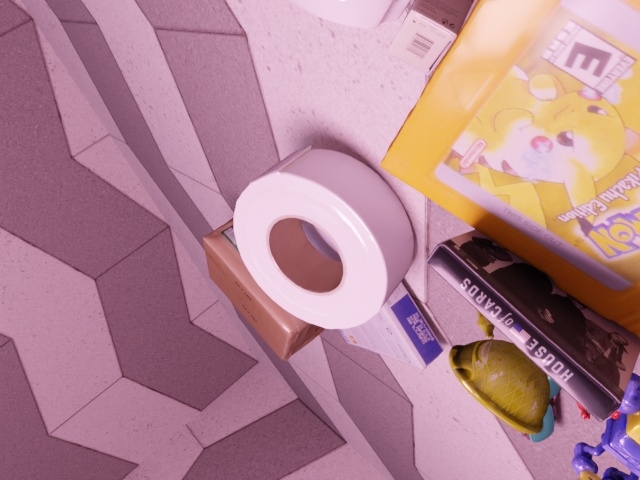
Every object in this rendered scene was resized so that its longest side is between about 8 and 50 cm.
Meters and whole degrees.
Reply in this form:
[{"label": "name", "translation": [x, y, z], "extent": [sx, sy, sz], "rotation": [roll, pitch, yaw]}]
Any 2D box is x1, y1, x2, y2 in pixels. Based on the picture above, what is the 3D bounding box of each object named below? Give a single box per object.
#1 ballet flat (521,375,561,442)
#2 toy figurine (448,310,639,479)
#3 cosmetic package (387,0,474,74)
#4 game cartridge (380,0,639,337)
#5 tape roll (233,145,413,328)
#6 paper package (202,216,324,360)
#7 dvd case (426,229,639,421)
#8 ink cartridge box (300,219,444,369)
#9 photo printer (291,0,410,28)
[{"label": "ballet flat", "translation": [0.310, 0.219, 0.861], "extent": [0.221, 0.077, 0.079], "rotation": [72, 172, -46]}, {"label": "toy figurine", "translation": [0.346, 0.162, 0.612], "extent": [0.362, 0.191, 0.217], "rotation": [41, 129, 3]}, {"label": "cosmetic package", "translation": [0.102, -0.199, 0.472], "extent": [0.041, 0.115, 0.060], "rotation": [28, 162, -4]}, {"label": "game cartridge", "translation": [0.226, -0.048, 0.411], "extent": [0.324, 0.052, 0.285], "rotation": [35, 152, 4]}, {"label": "tape roll", "translation": [0.000, 0.000, 0.936], "extent": [0.286, 0.100, 0.286], "rotation": [21, 131, 25]}, {"label": "paper package", "translation": [-0.127, 0.111, 1.487], "extent": [0.325, 0.168, 0.309], "rotation": [47, 159, 13]}, {"label": "dvd case", "translation": [0.217, 0.050, 0.550], "extent": [0.179, 0.239, 0.029], "rotation": [44, 119, 20]}, {"label": "ink cartridge box", "translation": [0.060, 0.086, 1.166], "extent": [0.324, 0.071, 0.330], "rotation": [57, 162, -12]}, {"label": "photo printer", "translation": [-0.019, -0.331, 0.454], "extent": [0.307, 0.107, 0.256], "rotation": [41, 142, 28]}]
